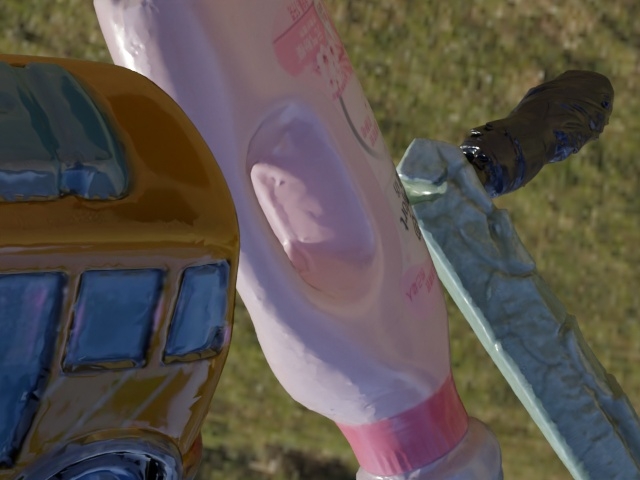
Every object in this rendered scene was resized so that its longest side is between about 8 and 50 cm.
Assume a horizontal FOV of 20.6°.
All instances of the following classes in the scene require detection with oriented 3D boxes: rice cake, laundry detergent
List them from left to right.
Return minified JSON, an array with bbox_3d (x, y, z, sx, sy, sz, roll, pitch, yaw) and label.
[{"bbox_3d":[0.000,0.000,0.895,0.088,0.159,0.335,-15,110,29],"label":"laundry detergent"},{"bbox_3d":[0.147,0.081,1.116,0.336,0.063,0.066,55,175,5],"label":"rice cake"}]

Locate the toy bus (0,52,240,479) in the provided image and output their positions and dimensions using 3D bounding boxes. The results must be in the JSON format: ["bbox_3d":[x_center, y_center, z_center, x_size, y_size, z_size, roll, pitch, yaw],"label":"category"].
[{"bbox_3d":[-0.126,0.011,0.543,0.209,0.126,0.136,-1,133,-32],"label":"toy bus"}]

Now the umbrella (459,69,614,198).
[{"bbox_3d":[0.145,-0.063,1.346,0.071,0.248,0.071,22,130,29],"label":"umbrella"}]
